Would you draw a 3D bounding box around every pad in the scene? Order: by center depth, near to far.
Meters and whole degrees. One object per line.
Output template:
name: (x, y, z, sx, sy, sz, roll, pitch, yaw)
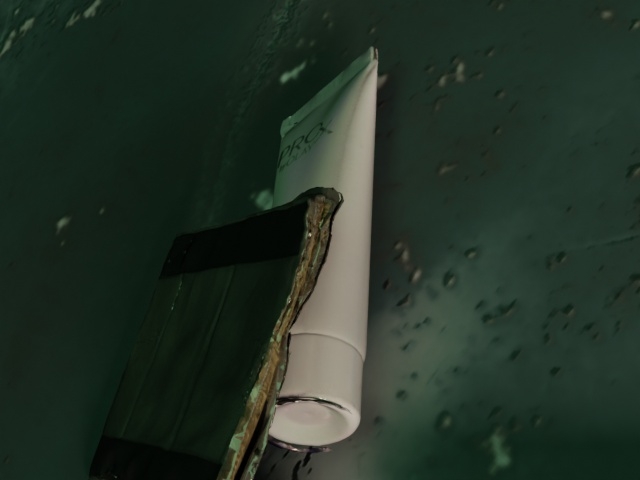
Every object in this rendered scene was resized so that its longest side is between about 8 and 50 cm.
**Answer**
pad: (-0.068, 0.063, 0.701, 0.233, 0.022, 0.174, -16, 53, 63)

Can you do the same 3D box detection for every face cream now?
face cream: (0.000, 0.000, 0.712, 0.092, 0.058, 0.244, -33, 40, 39)
